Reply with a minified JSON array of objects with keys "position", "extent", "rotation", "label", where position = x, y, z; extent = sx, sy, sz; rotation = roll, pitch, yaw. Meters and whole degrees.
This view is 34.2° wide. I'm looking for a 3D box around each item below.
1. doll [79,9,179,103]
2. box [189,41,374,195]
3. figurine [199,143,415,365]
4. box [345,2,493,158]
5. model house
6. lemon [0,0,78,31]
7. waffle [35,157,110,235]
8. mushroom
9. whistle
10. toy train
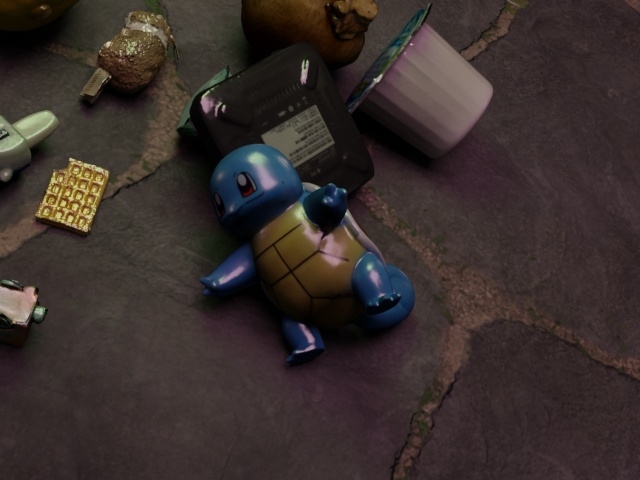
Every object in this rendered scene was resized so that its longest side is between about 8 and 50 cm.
[{"position":[-0.337,-0.323,1.831],"extent":[0.115,0.105,0.221],"rotation":[38,48,-2],"label":"doll"},{"position":[-0.058,-0.171,1.780],"extent":[0.290,0.073,0.289],"rotation":[-34,103,-36],"label":"box"},{"position":[-0.002,0.031,1.619],"extent":[0.416,0.298,0.243],"rotation":[40,39,-21],"label":"figurine"},{"position":[0.181,-0.260,1.942],"extent":[0.206,0.262,0.291],"rotation":[36,82,-8],"label":"box"},{"position":[-0.157,-0.207,1.836],"extent":[0.149,0.119,0.148],"rotation":[44,23,-19],"label":"model house"},{"position":[-0.532,-0.527,1.759],"extent":[0.348,0.348,0.348],"rotation":[11,52,-15],"label":"lemon"},{"position":[-0.399,-0.074,1.678],"extent":[0.092,0.021,0.135],"rotation":[17,51,-11],"label":"waffle"},{"position":[-0.024,-0.411,1.924],"extent":[0.263,0.283,0.195],"rotation":[35,59,-31],"label":"mushroom"},{"position":[-0.515,-0.136,1.631],"extent":[0.110,0.092,0.244],"rotation":[41,52,12],"label":"whistle"},{"position":[-0.485,0.091,1.474],"extent":[0.188,0.099,0.072],"rotation":[18,54,-11],"label":"toy train"}]
